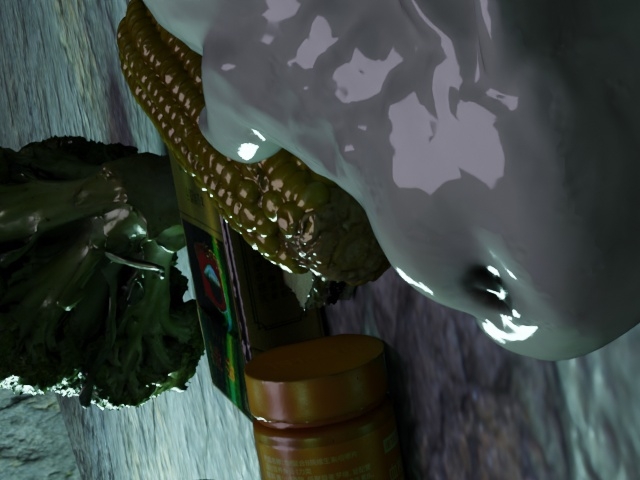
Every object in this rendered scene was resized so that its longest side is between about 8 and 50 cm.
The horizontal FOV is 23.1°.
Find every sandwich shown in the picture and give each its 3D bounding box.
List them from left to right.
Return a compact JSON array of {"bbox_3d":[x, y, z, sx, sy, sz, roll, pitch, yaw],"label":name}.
[{"bbox_3d":[0.000,0.000,1.059,0.105,0.036,0.093,180,78,-73],"label":"sandwich"}]

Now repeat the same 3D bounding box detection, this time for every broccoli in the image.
[{"bbox_3d":[-0.233,0.019,1.513,0.283,0.321,0.303,-34,78,41],"label":"broccoli"}]

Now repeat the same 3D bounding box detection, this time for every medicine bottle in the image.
[{"bbox_3d":[0.010,0.167,1.047,0.096,0.096,0.191,-153,52,-70],"label":"medicine bottle"}]

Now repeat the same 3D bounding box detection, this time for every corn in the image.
[{"bbox_3d":[-0.043,-0.082,1.004,0.322,0.119,0.119,50,150,45],"label":"corn"}]

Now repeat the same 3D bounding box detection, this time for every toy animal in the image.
[{"bbox_3d":[0.030,-0.122,0.645,0.357,0.194,0.257,46,125,33],"label":"toy animal"}]

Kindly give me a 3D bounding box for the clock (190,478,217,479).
[{"bbox_3d":[-0.080,0.408,1.428,0.342,0.184,0.325,-155,57,-64],"label":"clock"}]

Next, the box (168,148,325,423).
[{"bbox_3d":[-0.056,0.012,1.204,0.159,0.071,0.240,-161,59,-69],"label":"box"}]
